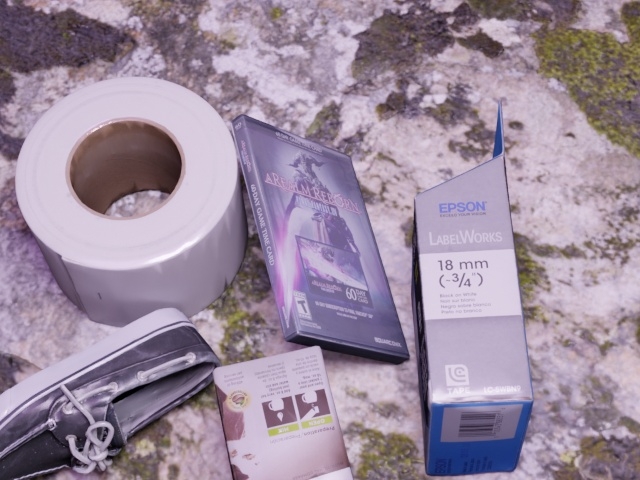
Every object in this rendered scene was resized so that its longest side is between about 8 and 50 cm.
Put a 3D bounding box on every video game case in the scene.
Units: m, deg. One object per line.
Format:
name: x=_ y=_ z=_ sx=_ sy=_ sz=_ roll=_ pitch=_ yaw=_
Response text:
video game case: x=0.000 y=0.000 z=1.425 sx=0.026 sy=0.196 sz=0.274 roll=-31 pitch=60 yaw=31

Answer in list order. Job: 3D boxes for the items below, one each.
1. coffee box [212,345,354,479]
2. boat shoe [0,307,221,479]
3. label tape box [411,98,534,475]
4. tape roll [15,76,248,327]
coffee box: x=-0.020 y=0.281 z=1.284 sx=0.119 sy=0.168 sz=0.297 roll=-13 pitch=64 yaw=-5
boat shoe: x=-0.248 y=0.193 z=1.364 sx=0.306 sy=0.113 sz=0.105 roll=-29 pitch=53 yaw=-23
label tape box: x=0.151 y=0.055 z=1.352 sx=0.106 sy=0.240 sz=0.334 roll=-3 pitch=63 yaw=2
tape roll: x=-0.209 y=-0.042 z=1.448 sx=0.246 sy=0.169 sz=0.246 roll=0 pitch=63 yaw=1
